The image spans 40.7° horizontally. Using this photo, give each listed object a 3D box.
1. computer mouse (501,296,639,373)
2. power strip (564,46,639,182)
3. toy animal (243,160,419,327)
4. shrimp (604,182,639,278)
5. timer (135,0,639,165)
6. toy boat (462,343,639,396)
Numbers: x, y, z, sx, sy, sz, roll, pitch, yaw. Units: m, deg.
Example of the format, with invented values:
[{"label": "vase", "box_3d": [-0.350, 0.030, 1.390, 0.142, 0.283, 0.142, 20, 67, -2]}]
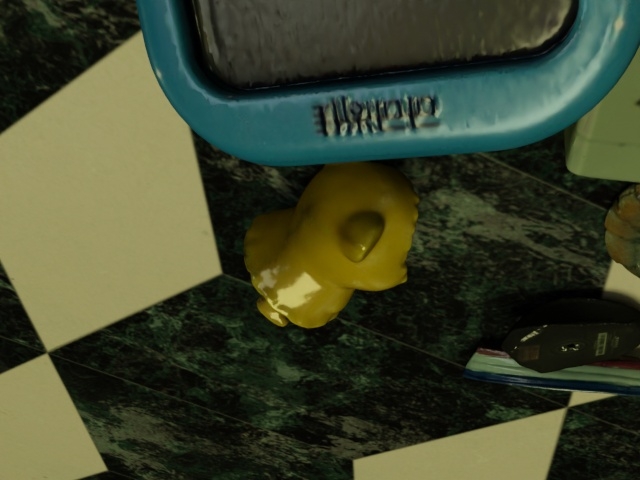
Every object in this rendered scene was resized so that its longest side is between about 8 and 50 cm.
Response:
[{"label": "computer mouse", "box_3d": [0.292, 0.103, 0.994, 0.172, 0.057, 0.099, -7, 135, 4]}, {"label": "power strip", "box_3d": [0.266, -0.163, 0.628, 0.140, 0.139, 0.224, 7, 139, 7]}, {"label": "toy animal", "box_3d": [0.001, 0.004, 0.883, 0.156, 0.156, 0.230, 27, 135, -17]}, {"label": "shrimp", "box_3d": [0.385, 0.011, 0.873, 0.217, 0.051, 0.150, 29, 140, -8]}, {"label": "timer", "box_3d": [0.032, -0.209, 0.559, 0.340, 0.115, 0.309, -2, 105, 23]}, {"label": "toy boat", "box_3d": [0.290, 0.157, 1.052, 0.229, 0.080, 0.045, 4, 105, 13]}]
